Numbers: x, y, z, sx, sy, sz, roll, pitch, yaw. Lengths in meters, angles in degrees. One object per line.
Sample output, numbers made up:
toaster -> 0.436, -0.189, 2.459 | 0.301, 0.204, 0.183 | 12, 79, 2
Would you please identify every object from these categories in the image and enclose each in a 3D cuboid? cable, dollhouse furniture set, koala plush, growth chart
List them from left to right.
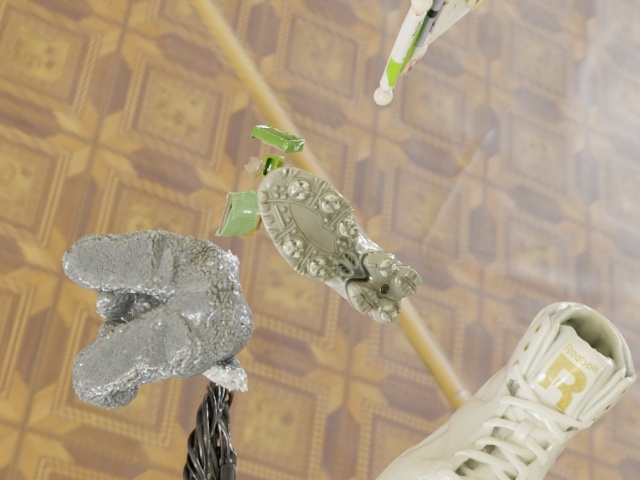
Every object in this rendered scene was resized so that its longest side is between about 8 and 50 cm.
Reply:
koala plush -> -0.146, 0.089, 1.441 | 0.221, 0.203, 0.196 | 28, 54, -64
cable -> -0.136, 0.249, 1.540 | 0.047, 0.150, 0.185 | 2, 82, 11
dollhouse furniture set -> -0.069, -0.064, 1.582 | 0.058, 0.152, 0.076 | 26, 19, 28
growth chart -> 0.135, -0.214, 0.987 | 0.237, 0.172, 0.021 | -41, 79, -17

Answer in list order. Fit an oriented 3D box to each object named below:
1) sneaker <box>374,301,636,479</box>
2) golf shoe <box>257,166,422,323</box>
sneaker -> 0.132, 0.138, 0.913 | 0.108, 0.169, 0.292 | 37, 32, 9
golf shoe -> 0.000, 0.000, 1.022 | 0.069, 0.086, 0.176 | -48, 124, -6
